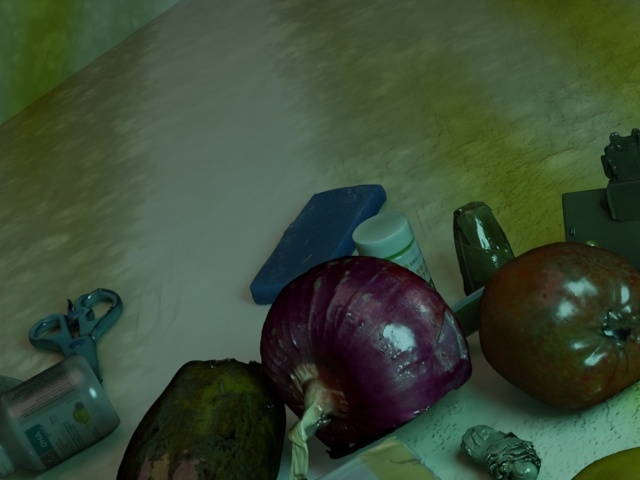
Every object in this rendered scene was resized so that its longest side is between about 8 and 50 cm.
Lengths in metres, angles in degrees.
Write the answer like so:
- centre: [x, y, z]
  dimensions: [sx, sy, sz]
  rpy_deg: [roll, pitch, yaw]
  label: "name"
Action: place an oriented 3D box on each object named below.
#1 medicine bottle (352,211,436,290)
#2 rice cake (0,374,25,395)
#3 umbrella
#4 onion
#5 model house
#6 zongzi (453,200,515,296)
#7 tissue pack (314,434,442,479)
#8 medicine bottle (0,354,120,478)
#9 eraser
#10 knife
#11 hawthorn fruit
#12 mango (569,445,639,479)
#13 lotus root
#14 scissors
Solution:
- centre: [0.117, 0.056, 1.914]
  dimensions: [0.086, 0.183, 0.086]
  rpy_deg: [-19, 27, 10]
  label: "medicine bottle"
- centre: [-0.502, 0.258, 2.213]
  dimensions: [0.245, 0.045, 0.042]
  rpy_deg: [5, 41, 45]
  label: "rice cake"
- centre: [0.218, 0.258, 1.583]
  dimensions: [0.067, 0.062, 0.143]
  rpy_deg: [2, 10, -21]
  label: "umbrella"
- centre: [0.049, 0.133, 1.713]
  dimensions: [0.256, 0.230, 0.272]
  rpy_deg: [-31, -4, 15]
  label: "onion"
- centre: [0.441, -0.046, 1.763]
  dimensions: [0.211, 0.243, 0.204]
  rpy_deg: [-7, 30, 32]
  label: "model house"
- centre: [0.248, 0.037, 1.870]
  dimensions: [0.078, 0.160, 0.176]
  rpy_deg: [-22, 24, -6]
  label: "zongzi"
- centre: [0.042, 0.337, 1.542]
  dimensions: [0.222, 0.090, 0.186]
  rpy_deg: [-29, 27, -10]
  label: "tissue pack"
- centre: [-0.427, 0.278, 2.006]
  dimensions: [0.215, 0.135, 0.135]
  rpy_deg: [-30, 26, -12]
  label: "medicine bottle"
- centre: [0.000, 0.000, 2.287]
  dimensions: [0.144, 0.042, 0.312]
  rpy_deg: [-8, 30, 31]
  label: "eraser"
- centre: [0.237, 0.080, 1.805]
  dimensions: [0.343, 0.061, 0.027]
  rpy_deg: [-36, 36, 34]
  label: "knife"
- centre: [0.290, 0.108, 1.670]
  dimensions: [0.210, 0.210, 0.262]
  rpy_deg: [-36, 11, -24]
  label: "hawthorn fruit"
- centre: [0.294, 0.312, 1.323]
  dimensions: [0.254, 0.139, 0.175]
  rpy_deg: [-39, 25, -16]
  label: "mango"
- centre: [-0.153, 0.283, 1.710]
  dimensions: [0.196, 0.179, 0.397]
  rpy_deg: [-17, 25, 20]
  label: "lotus root"
- centre: [-0.413, 0.184, 2.296]
  dimensions: [0.180, 0.032, 0.393]
  rpy_deg: [-27, 24, -6]
  label: "scissors"
